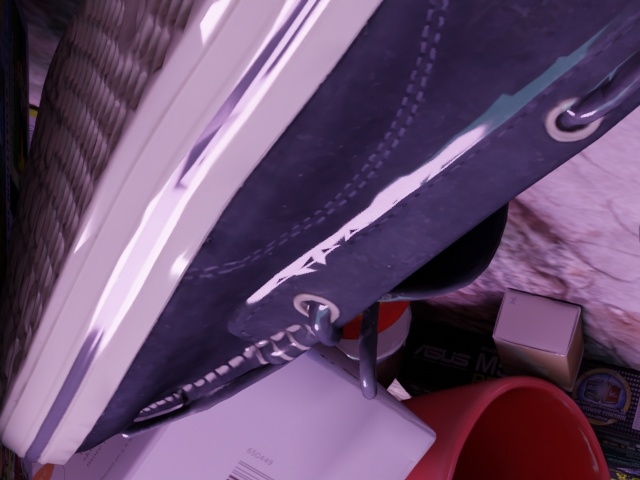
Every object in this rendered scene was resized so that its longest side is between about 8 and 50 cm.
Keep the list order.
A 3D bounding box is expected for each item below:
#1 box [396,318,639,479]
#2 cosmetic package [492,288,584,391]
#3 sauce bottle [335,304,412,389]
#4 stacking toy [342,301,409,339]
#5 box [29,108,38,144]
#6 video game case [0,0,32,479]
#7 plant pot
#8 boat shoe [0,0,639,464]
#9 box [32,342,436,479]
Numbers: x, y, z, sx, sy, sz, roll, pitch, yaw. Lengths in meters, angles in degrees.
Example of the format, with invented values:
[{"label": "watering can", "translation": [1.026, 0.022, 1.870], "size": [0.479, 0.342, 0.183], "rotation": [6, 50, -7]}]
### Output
[{"label": "box", "translation": [0.220, 0.157, 1.224], "size": [0.270, 0.060, 0.216], "rotation": [13, 164, 20]}, {"label": "cosmetic package", "translation": [0.170, 0.079, 1.043], "size": [0.060, 0.041, 0.115], "rotation": [14, 164, 18]}, {"label": "sauce bottle", "translation": [0.010, 0.096, 1.154], "size": [0.111, 0.111, 0.344], "rotation": [19, 166, -2]}, {"label": "stacking toy", "translation": [0.000, 0.000, 0.815], "size": [0.141, 0.141, 0.330], "rotation": [15, 168, 13]}, {"label": "box", "translation": [-0.240, -0.028, 1.017], "size": [0.042, 0.109, 0.178], "rotation": [21, 164, -13]}, {"label": "video game case", "translation": [-0.168, -0.008, 0.617], "size": [0.036, 0.329, 0.300], "rotation": [-3, 165, -5]}, {"label": "plant pot", "translation": [0.072, 0.245, 1.086], "size": [0.243, 0.275, 0.275], "rotation": [-7, 152, 38]}, {"label": "boat shoe", "translation": [-0.013, -0.035, 0.484], "size": [0.156, 0.186, 0.500], "rotation": [13, 148, -21]}, {"label": "box", "translation": [-0.114, 0.116, 0.940], "size": [0.168, 0.215, 0.345], "rotation": [35, -179, -31]}]
